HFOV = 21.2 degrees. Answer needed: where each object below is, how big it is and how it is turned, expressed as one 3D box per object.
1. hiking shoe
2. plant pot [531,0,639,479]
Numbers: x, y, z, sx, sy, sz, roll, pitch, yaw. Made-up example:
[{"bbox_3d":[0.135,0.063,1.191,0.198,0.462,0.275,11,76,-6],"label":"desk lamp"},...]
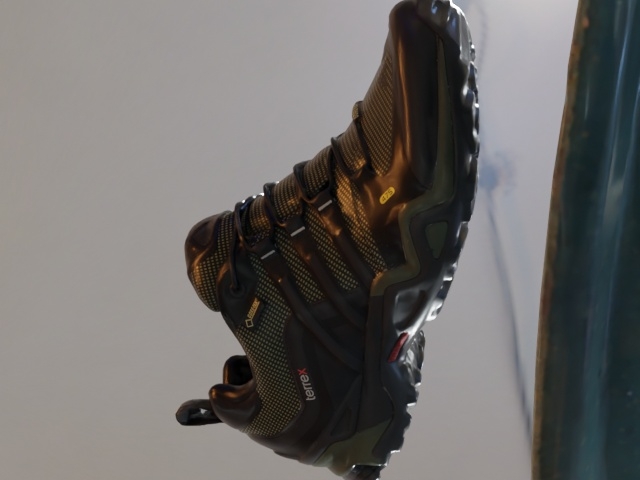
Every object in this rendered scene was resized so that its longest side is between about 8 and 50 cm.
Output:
[{"bbox_3d":[0.000,0.000,0.729,0.114,0.086,0.226,12,-67,-1],"label":"hiking shoe"},{"bbox_3d":[0.254,-0.033,0.435,0.334,0.341,0.341,10,-98,15],"label":"plant pot"}]
